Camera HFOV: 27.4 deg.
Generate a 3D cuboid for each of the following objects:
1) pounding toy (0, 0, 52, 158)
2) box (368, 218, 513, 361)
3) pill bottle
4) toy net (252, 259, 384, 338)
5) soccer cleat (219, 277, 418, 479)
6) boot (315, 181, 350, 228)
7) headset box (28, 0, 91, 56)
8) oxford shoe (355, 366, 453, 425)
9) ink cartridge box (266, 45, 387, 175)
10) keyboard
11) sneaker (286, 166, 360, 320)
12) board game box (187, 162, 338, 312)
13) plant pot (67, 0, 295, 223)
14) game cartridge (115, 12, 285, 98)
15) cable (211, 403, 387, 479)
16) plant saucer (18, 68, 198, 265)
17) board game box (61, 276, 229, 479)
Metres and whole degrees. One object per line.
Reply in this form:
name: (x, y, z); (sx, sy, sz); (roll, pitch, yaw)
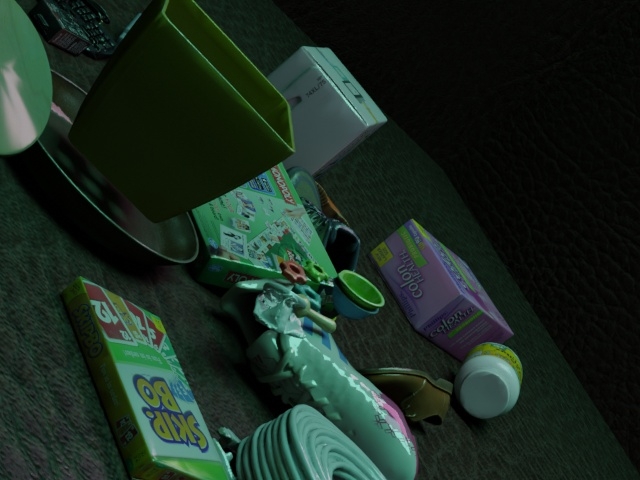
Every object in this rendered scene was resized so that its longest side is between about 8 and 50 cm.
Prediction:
pounding toy: (-0.375, -0.142, 1.287); (0.183, 0.110, 0.237); (55, 37, -33)
box: (0.241, 0.107, 2.606); (0.243, 0.117, 0.213); (35, 19, -49)
pill bottle: (0.304, 0.258, 2.377); (0.117, 0.117, 0.208); (50, 12, 3)
toy net: (-0.016, 0.059, 1.575); (0.122, 0.045, 0.232); (46, 22, 18)
soccer cleat: (-0.014, 0.176, 1.568); (0.143, 0.116, 0.331); (12, 33, -50)
boot: (-0.011, -0.071, 2.408); (0.158, 0.059, 0.084); (51, 6, -35)
headset box: (-0.373, -0.304, 1.870); (0.062, 0.032, 0.083); (54, 14, 21)
oxford shoe: (0.128, 0.233, 1.964); (0.212, 0.076, 0.076); (23, 67, -43)
ink cartridge box: (-0.020, -0.239, 2.531); (0.197, 0.198, 0.270); (51, 13, 1)
keyboard: (-0.419, -0.408, 2.027); (0.317, 0.033, 0.201); (50, 12, -3)
sneaker: (0.000, 0.000, 1.919); (0.111, 0.121, 0.300); (25, 38, -38)
board game box: (-0.110, -0.039, 1.807); (0.214, 0.046, 0.317); (16, 30, -33)
plant pot: (-0.171, -0.146, 1.523); (0.212, 0.187, 0.212); (46, 12, -18)
game cartridge: (-0.196, -0.275, 2.185); (0.294, 0.060, 0.196); (30, 22, -9)
cable: (0.020, 0.288, 1.350); (0.257, 0.089, 0.257); (57, 14, 29)
plant saucer: (-0.266, -0.081, 1.546); (0.310, 0.050, 0.310); (46, 14, -15)
board game box: (-0.163, 0.152, 1.253); (0.124, 0.039, 0.259); (35, 22, -48)
